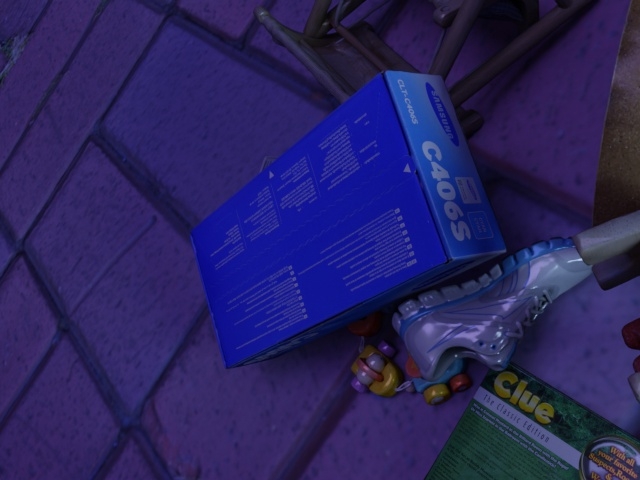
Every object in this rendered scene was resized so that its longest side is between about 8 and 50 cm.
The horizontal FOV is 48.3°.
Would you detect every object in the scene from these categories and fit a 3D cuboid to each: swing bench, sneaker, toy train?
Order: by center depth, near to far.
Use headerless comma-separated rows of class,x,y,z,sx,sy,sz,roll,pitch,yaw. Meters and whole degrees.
sneaker,0.161,0.066,0.616,0.191,0.071,0.083,-29,53,15
toy train,0.076,0.093,0.700,0.166,0.046,0.125,5,74,41
swing bench,0.097,-0.252,0.770,0.254,0.165,0.253,-50,48,17

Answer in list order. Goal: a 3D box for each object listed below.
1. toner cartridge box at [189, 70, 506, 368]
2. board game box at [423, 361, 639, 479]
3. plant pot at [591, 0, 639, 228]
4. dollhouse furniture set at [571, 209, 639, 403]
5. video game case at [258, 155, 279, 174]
toner cartridge box,0.000,0.000,0.687,0.348,0.075,0.165,-31,72,47
board game box,0.209,0.209,0.548,0.260,0.030,0.136,32,94,44
plant pot,0.334,-0.075,0.462,0.254,0.237,0.237,13,78,29
dollhouse furniture set,0.285,0.160,0.368,0.152,0.201,0.374,-24,59,21
video game case,-0.032,-0.010,0.855,0.173,0.022,0.190,8,75,41
